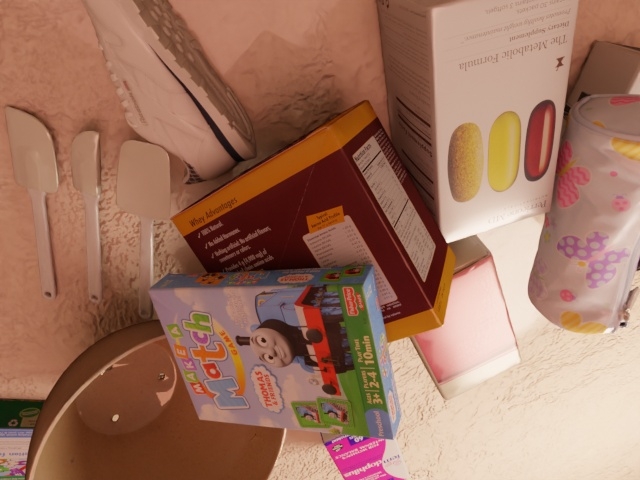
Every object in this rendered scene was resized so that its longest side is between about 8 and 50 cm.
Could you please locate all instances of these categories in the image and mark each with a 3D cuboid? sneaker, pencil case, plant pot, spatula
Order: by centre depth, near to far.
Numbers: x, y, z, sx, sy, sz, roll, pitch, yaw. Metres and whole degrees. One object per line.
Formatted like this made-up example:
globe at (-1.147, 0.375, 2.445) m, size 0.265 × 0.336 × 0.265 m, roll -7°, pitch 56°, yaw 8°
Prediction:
sneaker at (-0.154, -0.149, 0.433) m, size 0.094 × 0.090 × 0.235 m, roll -22°, pitch 126°, yaw 16°
spatula at (-0.246, -0.010, 0.513) m, size 0.168 × 0.019 × 0.242 m, roll 12°, pitch 122°, yaw -4°
pencil case at (0.312, -0.021, 0.525) m, size 0.113 × 0.124 × 0.273 m, roll -10°, pitch 125°, yaw -5°
plant pot at (-0.209, 0.216, 0.581) m, size 0.284 × 0.191 × 0.284 m, roll -10°, pitch 106°, yaw -36°

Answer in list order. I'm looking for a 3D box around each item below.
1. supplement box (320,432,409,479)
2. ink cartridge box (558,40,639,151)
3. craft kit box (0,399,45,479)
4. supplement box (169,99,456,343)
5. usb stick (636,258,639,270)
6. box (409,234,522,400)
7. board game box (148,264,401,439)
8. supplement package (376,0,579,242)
supplement box at (0.070, 0.337, 0.823) m, size 0.111 × 0.114 × 0.220 m, roll -22°, pitch 129°, yaw -1°
ink cartridge box at (0.384, -0.129, 0.597) m, size 0.153 × 0.087 × 0.209 m, roll 2°, pitch 125°, yaw -17°
craft kit box at (-0.460, 0.337, 0.704) m, size 0.249 × 0.061 × 0.247 m, roll 11°, pitch 118°, yaw -23°
supplement box at (0.000, 0.000, 0.472) m, size 0.191 × 0.129 × 0.194 m, roll -24°, pitch 104°, yaw 29°
usb stick at (0.565, -0.039, 0.704) m, size 0.278 × 0.045 × 0.077 m, roll -31°, pitch 167°, yaw -5°
box at (0.164, 0.080, 0.643) m, size 0.126 × 0.149 × 0.232 m, roll -29°, pitch 128°, yaw 4°
board game box at (-0.042, 0.104, 0.440) m, size 0.211 × 0.039 × 0.160 m, roll -4°, pitch 113°, yaw 23°
supplement package at (0.155, -0.142, 0.492) m, size 0.139 × 0.134 × 0.244 m, roll -17°, pitch 127°, yaw -4°
